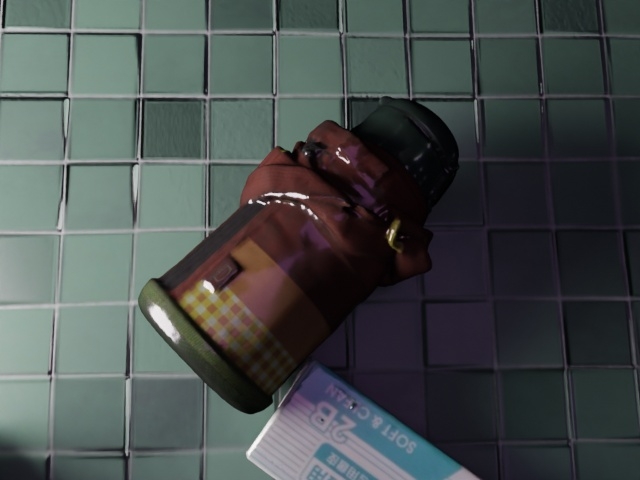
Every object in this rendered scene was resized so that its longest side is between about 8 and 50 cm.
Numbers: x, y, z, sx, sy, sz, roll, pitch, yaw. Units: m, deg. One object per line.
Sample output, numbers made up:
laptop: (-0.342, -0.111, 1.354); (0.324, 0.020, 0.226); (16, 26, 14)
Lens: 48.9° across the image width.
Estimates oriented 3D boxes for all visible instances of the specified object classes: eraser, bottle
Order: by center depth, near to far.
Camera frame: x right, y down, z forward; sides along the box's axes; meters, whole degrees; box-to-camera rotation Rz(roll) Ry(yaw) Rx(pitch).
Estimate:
bottle: (0.000, 0.000, 0.549); (0.271, 0.143, 0.156); (-44, 75, -10)
eraser: (0.057, 0.196, 0.562); (0.225, 0.052, 0.095); (35, 78, 4)
